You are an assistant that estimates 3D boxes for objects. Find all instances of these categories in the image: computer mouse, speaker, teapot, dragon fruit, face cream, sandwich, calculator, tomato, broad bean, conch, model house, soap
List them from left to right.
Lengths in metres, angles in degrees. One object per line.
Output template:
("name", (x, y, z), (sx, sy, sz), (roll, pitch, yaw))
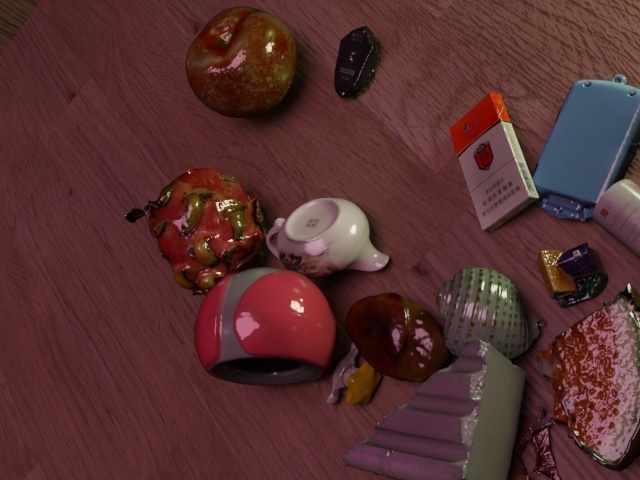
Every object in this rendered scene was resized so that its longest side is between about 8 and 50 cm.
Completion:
("dragon fruit", (-0.263, -0.010, 1.932), (0.250, 0.269, 0.291), (-31, 55, 34))
("tomato", (-0.181, -0.417, 2.031), (0.270, 0.222, 0.270), (-16, 48, 19))
("speaker", (-0.104, 0.186, 1.732), (0.294, 0.294, 0.294), (-12, 68, 31))
("teapot", (0.000, 0.000, 1.822), (0.298, 0.139, 0.204), (8, 52, 39))
("computer mouse", (0.083, -0.407, 1.950), (0.099, 0.057, 0.172), (25, 101, 36))
("broad bean", (0.148, 0.188, 1.662), (0.228, 0.122, 0.156), (33, 92, 41))
("soap", (0.205, 0.315, 1.533), (0.302, 0.159, 0.257), (-3, 68, 48))
("conch", (0.303, 0.124, 1.558), (0.200, 0.131, 0.172), (1, 38, 26))
("model house", (0.447, 0.058, 1.513), (0.101, 0.100, 0.087), (-25, 62, 25))
("calculator", (0.502, -0.177, 1.584), (0.173, 0.051, 0.293), (23, 89, 40))
("sandwich", (0.479, 0.244, 1.431), (0.212, 0.109, 0.292), (-22, 60, 34))
("face cream", (0.577, -0.006, 1.448), (0.096, 0.096, 0.214), (-49, 54, 11))

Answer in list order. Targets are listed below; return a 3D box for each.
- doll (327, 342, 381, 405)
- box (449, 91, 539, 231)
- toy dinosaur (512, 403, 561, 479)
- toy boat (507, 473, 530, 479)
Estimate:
("doll", (0.057, 0.285, 1.731), (0.135, 0.072, 0.113), (-48, 46, 17))
("box", (0.337, -0.155, 1.671), (0.139, 0.035, 0.245), (-41, 54, 47))
("toy dinosaur", (0.373, 0.350, 1.510), (0.108, 0.032, 0.220), (-44, 57, 11))
("toy boat", (0.334, 0.503, 1.455), (0.057, 0.077, 0.200), (-7, 71, 32))
